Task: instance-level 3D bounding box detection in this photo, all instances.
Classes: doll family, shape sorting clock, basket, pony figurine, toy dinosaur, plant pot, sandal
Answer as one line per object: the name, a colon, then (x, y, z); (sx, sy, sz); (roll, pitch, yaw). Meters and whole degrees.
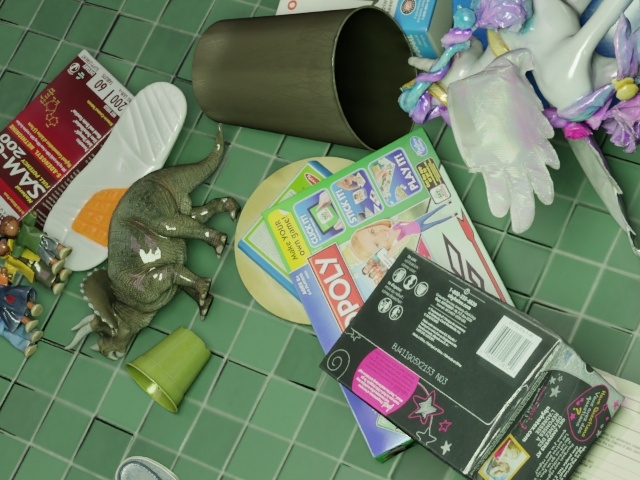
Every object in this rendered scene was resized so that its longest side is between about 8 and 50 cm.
doll family: (-0.373, 0.052, 1.946); (0.111, 0.076, 0.193); (29, 97, 13)
shape sorting clock: (0.000, 0.000, 1.876); (0.206, 0.040, 0.206); (-4, 74, 15)
basket: (-0.027, -0.196, 1.901); (0.226, 0.204, 0.154); (7, 66, 33)
pony figurine: (0.261, -0.177, 1.702); (0.363, 0.303, 0.351); (-44, 50, 22)
toy dinosaur: (-0.190, -0.001, 1.881); (0.160, 0.121, 0.314); (16, 87, 3)
plant pot: (-0.171, 0.144, 1.860); (0.083, 0.083, 0.079); (34, 70, 29)
sandal: (-0.235, -0.071, 1.971); (0.102, 0.076, 0.265); (39, 98, 19)

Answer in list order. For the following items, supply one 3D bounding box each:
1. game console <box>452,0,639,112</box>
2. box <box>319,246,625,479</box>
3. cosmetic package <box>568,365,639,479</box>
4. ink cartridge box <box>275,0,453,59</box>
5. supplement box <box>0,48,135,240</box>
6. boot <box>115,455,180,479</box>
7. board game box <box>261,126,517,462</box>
game console: (0.314, -0.277, 1.878); (0.293, 0.173, 0.250); (-2, 97, 20)
box: (0.151, 0.141, 1.603); (0.163, 0.142, 0.247); (-54, 42, -4)
cosmetic package: (0.266, 0.296, 1.608); (0.160, 0.113, 0.309); (22, 76, 27)
ink cartridge box: (0.063, -0.306, 1.963); (0.203, 0.086, 0.148); (8, 70, 22)
supplement box: (-0.334, -0.111, 2.030); (0.239, 0.073, 0.130); (-46, 59, -3)
boot: (-0.176, 0.302, 1.781); (0.069, 0.086, 0.190); (-46, 60, -4)
board game box: (0.092, 0.058, 1.788); (0.213, 0.046, 0.317); (-28, 70, 6)
